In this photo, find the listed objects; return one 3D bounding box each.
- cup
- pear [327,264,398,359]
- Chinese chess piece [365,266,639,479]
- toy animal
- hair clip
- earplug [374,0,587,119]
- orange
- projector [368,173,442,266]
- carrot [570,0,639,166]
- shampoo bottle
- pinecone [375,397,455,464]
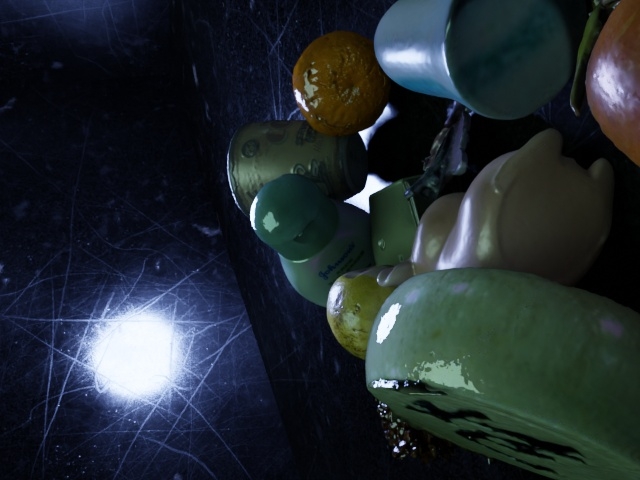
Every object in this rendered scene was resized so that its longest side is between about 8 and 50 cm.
[{"bbox_3d":[-0.019,-0.153,1.170,0.257,0.301,0.227,0,88,25],"label":"cup"},{"bbox_3d":[0.091,0.115,0.879,0.178,0.178,0.177,167,90,-69],"label":"pear"},{"bbox_3d":[0.222,0.168,0.597,0.146,0.350,0.349,-67,10,-22],"label":"Chinese chess piece"},{"bbox_3d":[0.223,-0.004,0.689,0.256,0.195,0.212,146,146,-74],"label":"toy animal"},{"bbox_3d":[0.184,-0.124,0.798,0.056,0.187,0.146,29,150,-1],"label":"hair clip"},{"bbox_3d":[0.167,-0.279,0.712,0.324,0.185,0.184,-134,37,-62],"label":"earplug"},{"bbox_3d":[0.039,-0.295,0.990,0.161,0.194,0.193,-92,-4,-73],"label":"orange"},{"bbox_3d":[0.174,0.027,0.962,0.194,0.088,0.269,160,96,-68],"label":"projector"},{"bbox_3d":[0.310,-0.126,0.380,0.193,0.215,0.331,104,149,-46],"label":"carrot"},{"bbox_3d":[0.000,0.000,1.039,0.349,0.222,0.151,43,-174,-46],"label":"shampoo bottle"},{"bbox_3d":[0.199,0.279,0.905,0.221,0.222,0.221,167,90,-69],"label":"pinecone"}]
